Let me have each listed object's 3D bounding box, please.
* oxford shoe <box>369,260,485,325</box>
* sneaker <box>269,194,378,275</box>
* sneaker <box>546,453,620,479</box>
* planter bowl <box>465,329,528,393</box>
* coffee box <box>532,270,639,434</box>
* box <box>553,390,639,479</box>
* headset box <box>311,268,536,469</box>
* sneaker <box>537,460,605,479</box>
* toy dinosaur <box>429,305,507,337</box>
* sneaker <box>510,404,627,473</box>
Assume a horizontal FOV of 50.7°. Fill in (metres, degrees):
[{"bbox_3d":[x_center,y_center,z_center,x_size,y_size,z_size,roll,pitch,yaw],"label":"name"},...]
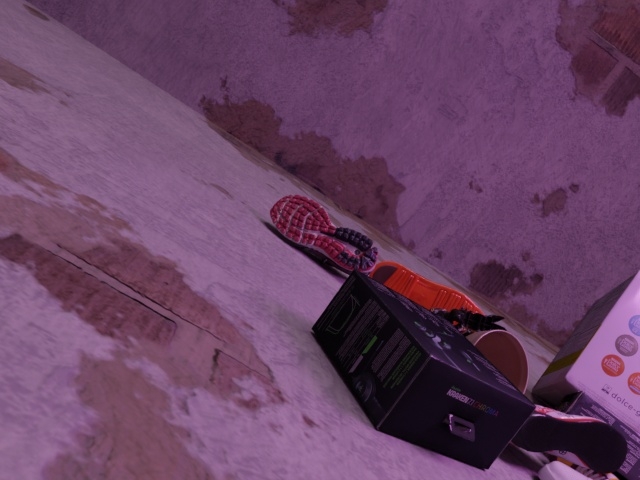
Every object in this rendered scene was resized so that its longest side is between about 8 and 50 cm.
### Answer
[{"bbox_3d":[0.294,0.164,1.763,0.364,0.130,0.133,35,3,4],"label":"oxford shoe"},{"bbox_3d":[0.000,0.000,1.676,0.299,0.121,0.112,35,-20,12],"label":"sneaker"},{"bbox_3d":[0.504,0.438,1.239,0.185,0.069,0.084,34,4,7],"label":"sneaker"},{"bbox_3d":[0.310,0.252,1.323,0.162,0.162,0.109,30,-16,-25],"label":"planter bowl"},{"bbox_3d":[0.787,0.330,1.658,0.338,0.334,0.338,37,-12,14],"label":"coffee box"},{"bbox_3d":[0.662,0.469,1.382,0.395,0.097,0.318,38,-4,19],"label":"box"},{"bbox_3d":[0.159,0.202,1.056,0.246,0.131,0.283,29,11,-32],"label":"headset box"},{"bbox_3d":[0.509,0.416,1.070,0.292,0.169,0.108,38,11,29],"label":"sneaker"},{"bbox_3d":[0.271,0.216,1.488,0.322,0.164,0.218,11,2,-20],"label":"toy dinosaur"},{"bbox_3d":[0.417,0.340,1.225,0.270,0.090,0.145,19,-2,-24],"label":"sneaker"}]
